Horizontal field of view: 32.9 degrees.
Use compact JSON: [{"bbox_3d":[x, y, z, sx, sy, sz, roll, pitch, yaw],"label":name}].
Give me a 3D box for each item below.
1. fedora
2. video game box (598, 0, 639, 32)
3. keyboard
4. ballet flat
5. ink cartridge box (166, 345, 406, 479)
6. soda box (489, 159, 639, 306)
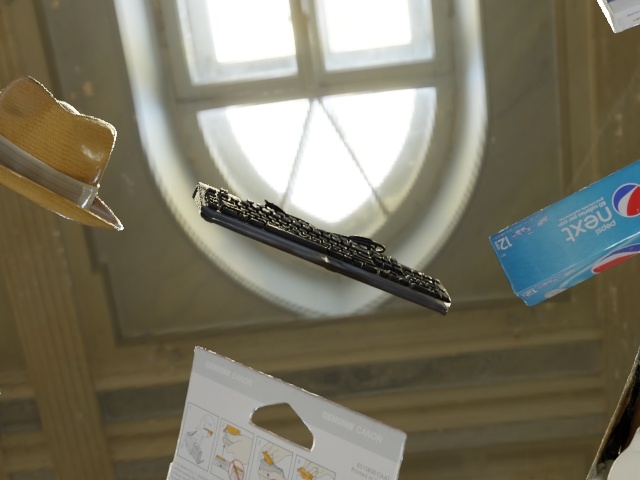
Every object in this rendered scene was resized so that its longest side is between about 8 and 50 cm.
[{"bbox_3d":[-0.225,-0.081,0.886,0.194,0.079,0.194,31,-178,-1],"label":"fedora"},{"bbox_3d":[0.478,-0.413,1.564,0.187,0.048,0.205,-19,-125,5],"label":"video game box"},{"bbox_3d":[0.000,0.000,1.276,0.317,0.033,0.201,23,-172,-15],"label":"keyboard"},{"bbox_3d":[0.355,0.176,1.108,0.123,0.348,0.123,21,-179,-1],"label":"ballet flat"},{"bbox_3d":[-0.033,0.242,0.949,0.275,0.238,0.060,15,-177,44],"label":"ink cartridge box"},{"bbox_3d":[0.285,-0.013,1.104,0.210,0.071,0.067,-29,155,15],"label":"soda box"}]
